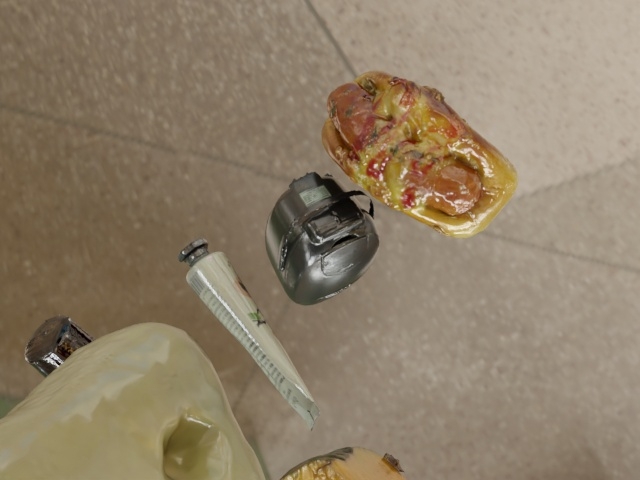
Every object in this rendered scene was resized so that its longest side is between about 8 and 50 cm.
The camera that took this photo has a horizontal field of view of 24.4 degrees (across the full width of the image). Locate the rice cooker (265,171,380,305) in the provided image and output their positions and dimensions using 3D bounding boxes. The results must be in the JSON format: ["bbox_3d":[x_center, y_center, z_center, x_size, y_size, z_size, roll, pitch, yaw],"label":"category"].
[{"bbox_3d":[0.000,0.000,1.924,0.142,0.118,0.203,-23,151,-21],"label":"rice cooker"}]

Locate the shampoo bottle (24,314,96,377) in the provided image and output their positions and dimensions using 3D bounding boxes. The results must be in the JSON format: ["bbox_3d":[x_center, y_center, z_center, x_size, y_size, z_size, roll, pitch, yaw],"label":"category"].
[{"bbox_3d":[-0.191,0.178,1.522,0.104,0.104,0.278,-38,122,8],"label":"shampoo bottle"}]

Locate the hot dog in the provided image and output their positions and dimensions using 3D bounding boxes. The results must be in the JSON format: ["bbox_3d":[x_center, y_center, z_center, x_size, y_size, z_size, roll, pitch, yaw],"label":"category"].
[{"bbox_3d":[0.112,-0.114,1.826,0.150,0.256,0.153,-55,162,4],"label":"hot dog"}]

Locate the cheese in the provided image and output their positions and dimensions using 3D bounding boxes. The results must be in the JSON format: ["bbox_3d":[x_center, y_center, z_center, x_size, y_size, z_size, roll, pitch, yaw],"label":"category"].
[{"bbox_3d":[-0.142,0.258,1.001,0.129,0.351,0.328,-25,97,36],"label":"cheese"}]

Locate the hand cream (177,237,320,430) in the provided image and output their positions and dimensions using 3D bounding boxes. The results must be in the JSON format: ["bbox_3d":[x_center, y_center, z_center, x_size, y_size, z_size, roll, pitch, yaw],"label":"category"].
[{"bbox_3d":[-0.072,0.098,1.563,0.050,0.234,0.080,-32,166,-17],"label":"hand cream"}]

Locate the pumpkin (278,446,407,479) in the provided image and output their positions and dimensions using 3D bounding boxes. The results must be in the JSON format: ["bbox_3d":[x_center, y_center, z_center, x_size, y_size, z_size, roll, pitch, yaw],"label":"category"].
[{"bbox_3d":[0.078,0.285,1.403,0.280,0.190,0.139,-11,169,27],"label":"pumpkin"}]
